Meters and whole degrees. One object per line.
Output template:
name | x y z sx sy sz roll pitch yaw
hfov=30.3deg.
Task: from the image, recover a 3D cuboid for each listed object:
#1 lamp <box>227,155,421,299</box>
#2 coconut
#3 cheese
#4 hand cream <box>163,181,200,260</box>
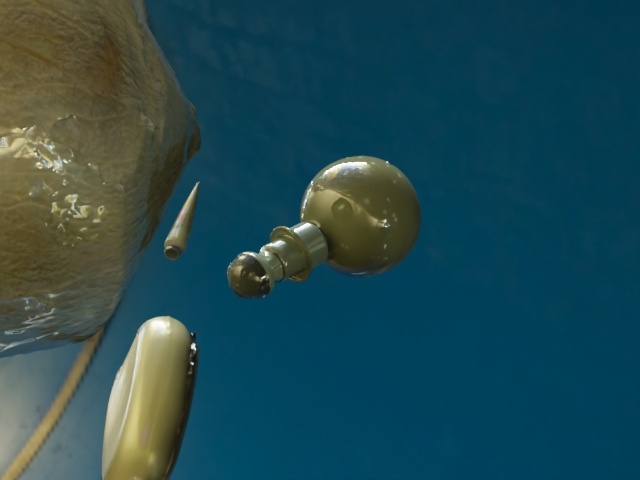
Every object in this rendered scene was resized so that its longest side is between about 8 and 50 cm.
lamp | 0.000 0.000 0.852 0.091 0.163 0.091 29 -46 35
coconut | -0.187 -0.059 0.613 0.245 0.247 0.245 35 -49 55
cheese | -0.147 0.184 0.956 0.251 0.054 0.127 -89 -157 -48
hand cream | -0.138 -0.018 1.199 0.102 0.022 0.035 -77 -177 -49
